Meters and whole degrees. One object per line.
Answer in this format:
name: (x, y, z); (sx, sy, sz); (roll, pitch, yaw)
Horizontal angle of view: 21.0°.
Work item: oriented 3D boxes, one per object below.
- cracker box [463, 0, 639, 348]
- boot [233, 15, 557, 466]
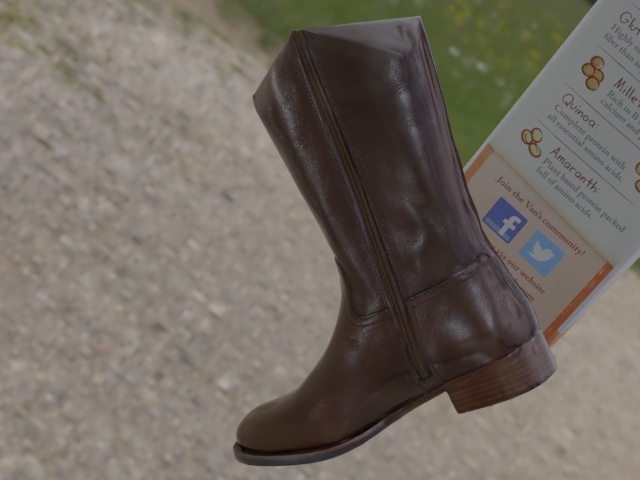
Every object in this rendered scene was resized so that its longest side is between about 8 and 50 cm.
cracker box: (0.130, -0.062, 0.601); (0.067, 0.232, 0.156); (42, 36, 8)
boot: (0.000, 0.000, 0.482); (0.114, 0.106, 0.037); (65, 23, -10)
